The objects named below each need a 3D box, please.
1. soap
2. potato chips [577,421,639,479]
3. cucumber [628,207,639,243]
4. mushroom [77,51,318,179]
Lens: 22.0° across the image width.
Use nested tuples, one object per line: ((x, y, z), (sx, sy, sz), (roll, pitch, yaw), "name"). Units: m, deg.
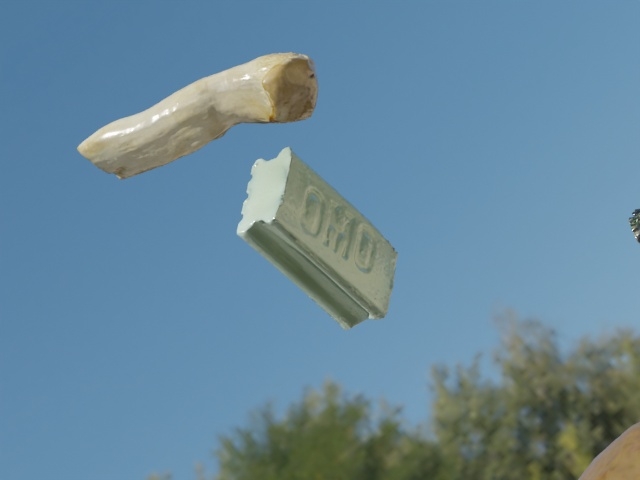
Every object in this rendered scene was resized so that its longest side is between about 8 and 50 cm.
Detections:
((0.000, 0.000, 1.834), (0.063, 0.114, 0.198), (-22, -49, 35), "soap")
((0.268, 0.231, 1.480), (0.208, 0.062, 0.195), (-49, 11, 8), "potato chips")
((0.426, -0.058, 1.627), (0.245, 0.067, 0.067), (-29, -17, 19), "cucumber")
((-0.095, -0.091, 1.263), (0.202, 0.054, 0.059), (-18, -53, 17), "mushroom")
